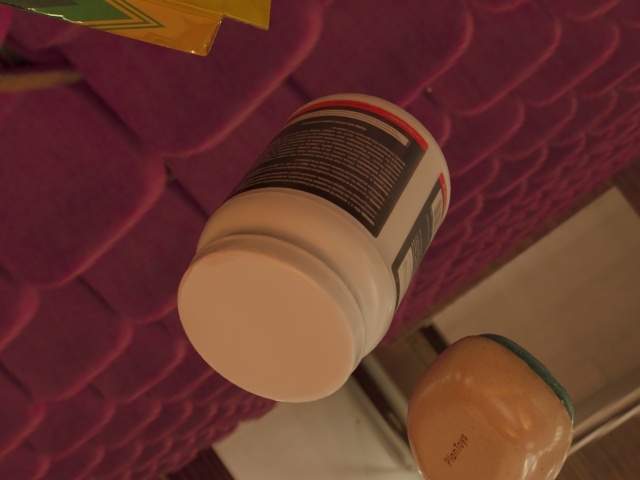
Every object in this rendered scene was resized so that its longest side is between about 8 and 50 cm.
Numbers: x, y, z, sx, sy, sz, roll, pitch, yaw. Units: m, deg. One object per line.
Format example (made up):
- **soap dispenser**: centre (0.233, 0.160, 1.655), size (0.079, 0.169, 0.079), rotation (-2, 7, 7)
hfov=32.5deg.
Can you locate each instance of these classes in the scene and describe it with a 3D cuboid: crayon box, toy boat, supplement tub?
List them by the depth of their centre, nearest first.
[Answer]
- **supplement tub**: centre (0.000, 0.000, 1.037), size (0.191, 0.191, 0.272), rotation (-41, -169, 41)
- **crayon box**: centre (-0.211, -0.329, 1.221), size (0.318, 0.202, 0.081), rotation (13, 151, -15)
- **toy boat**: centre (0.244, 0.251, 1.253), size (0.148, 0.318, 0.267), rotation (-36, 164, -34)
